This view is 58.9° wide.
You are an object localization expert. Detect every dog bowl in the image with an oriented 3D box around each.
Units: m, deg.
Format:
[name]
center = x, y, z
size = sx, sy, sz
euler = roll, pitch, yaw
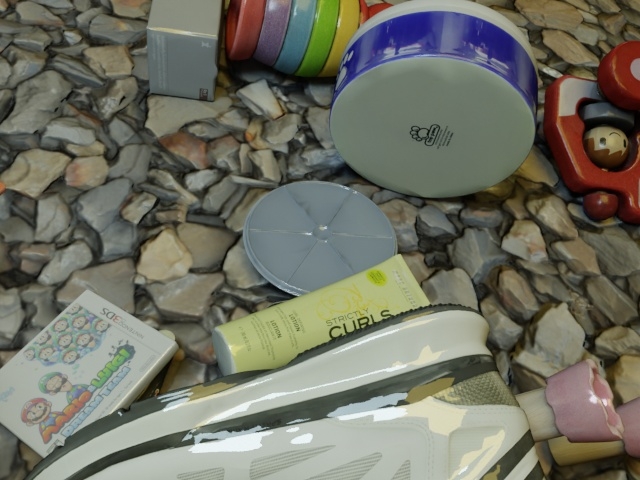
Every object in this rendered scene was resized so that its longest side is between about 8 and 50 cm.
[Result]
[dog bowl]
center = 0.147, -0.174, 0.749
size = 0.264, 0.265, 0.104
euler = 15, 59, -4

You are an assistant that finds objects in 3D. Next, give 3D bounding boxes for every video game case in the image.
[video game case]
center = -0.250, 0.136, 0.586
size = 0.143, 0.019, 0.157
euler = 23, 55, 25

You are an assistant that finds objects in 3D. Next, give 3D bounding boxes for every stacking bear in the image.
[stacking bear]
center = 0.010, -0.331, 0.883
size = 0.289, 0.175, 0.164
euler = 7, 56, -18

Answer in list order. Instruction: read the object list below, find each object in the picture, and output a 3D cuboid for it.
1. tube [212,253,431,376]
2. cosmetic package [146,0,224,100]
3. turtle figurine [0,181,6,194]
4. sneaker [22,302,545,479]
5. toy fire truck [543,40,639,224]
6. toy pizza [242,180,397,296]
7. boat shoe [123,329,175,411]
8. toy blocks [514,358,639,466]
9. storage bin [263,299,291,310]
[tube]
center = 0.010, 0.080, 0.587
size = 0.240, 0.062, 0.070
euler = -15, 104, -26
[cosmetic package]
center = -0.195, -0.340, 0.852
size = 0.107, 0.127, 0.238
euler = 7, 56, -9
[turtle figurine]
center = -0.498, -0.022, 0.601
size = 0.269, 0.087, 0.217
euler = -45, 100, -14
[sneaker]
center = -0.037, 0.241, 0.433
size = 0.447, 0.169, 0.258
euler = -23, 61, 6
[toy fire truck]
center = 0.501, -0.147, 0.892
size = 0.302, 0.169, 0.254
euler = 9, 76, -7
[toy pizza]
center = 0.000, 0.000, 0.738
size = 0.201, 0.032, 0.201
euler = 5, 49, -6
[boat shoe]
center = -0.194, 0.156, 0.602
size = 0.048, 0.042, 0.133
euler = 10, 53, 23
[toy blocks]
center = 0.324, 0.263, 0.469
size = 0.288, 0.260, 0.309
euler = 28, 45, -45
[storage bin]
center = 0.023, 0.130, 0.642
size = 0.180, 0.084, 0.122
euler = -7, 61, -18
